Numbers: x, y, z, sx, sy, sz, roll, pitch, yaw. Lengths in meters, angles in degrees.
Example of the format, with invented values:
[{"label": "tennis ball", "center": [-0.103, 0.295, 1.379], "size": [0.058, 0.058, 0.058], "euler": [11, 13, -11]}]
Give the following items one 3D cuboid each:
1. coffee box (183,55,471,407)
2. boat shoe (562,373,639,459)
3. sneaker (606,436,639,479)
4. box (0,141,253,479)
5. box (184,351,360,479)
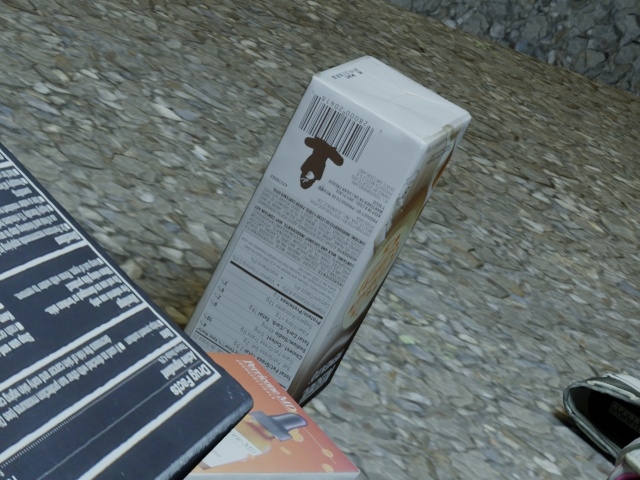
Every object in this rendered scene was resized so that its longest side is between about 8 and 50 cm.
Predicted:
[{"label": "coffee box", "center": [0.000, 0.000, 1.269], "size": [0.098, 0.246, 0.141], "euler": [31, 20, 10]}, {"label": "boat shoe", "center": [0.295, 0.182, 1.453], "size": [0.070, 0.078, 0.219], "euler": [5, 20, -48]}, {"label": "sneaker", "center": [0.279, 0.174, 1.328], "size": [0.111, 0.103, 0.252], "euler": [13, 37, 11]}, {"label": "box", "center": [-0.225, 0.062, 0.796], "size": [0.294, 0.183, 0.296], "euler": [45, 17, 4]}, {"label": "box", "center": [-0.088, 0.136, 1.041], "size": [0.170, 0.091, 0.130], "euler": [7, 27, -44]}]
